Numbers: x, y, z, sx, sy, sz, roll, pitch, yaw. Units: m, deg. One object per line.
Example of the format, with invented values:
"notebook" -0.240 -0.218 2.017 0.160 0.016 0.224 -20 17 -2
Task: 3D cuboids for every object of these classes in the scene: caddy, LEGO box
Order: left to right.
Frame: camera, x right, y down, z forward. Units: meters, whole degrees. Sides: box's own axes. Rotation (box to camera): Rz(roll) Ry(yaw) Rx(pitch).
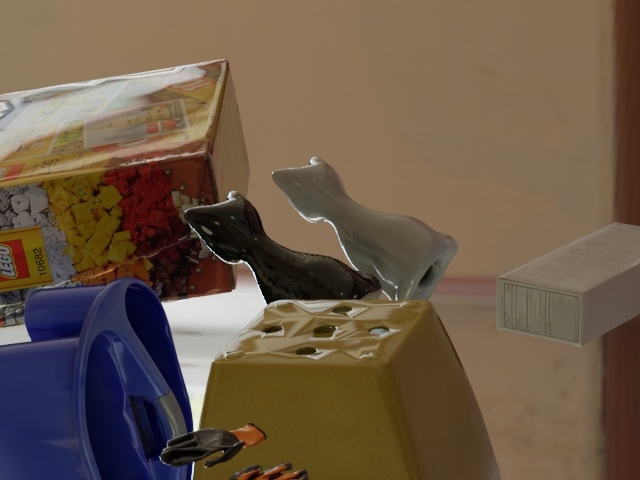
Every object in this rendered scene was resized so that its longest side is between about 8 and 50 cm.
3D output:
"LEGO box" -0.303 -0.078 2.084 0.500 0.373 0.193 -92 -7 -70
"caddy" -0.235 0.203 1.675 0.241 0.179 0.341 -66 -30 -53

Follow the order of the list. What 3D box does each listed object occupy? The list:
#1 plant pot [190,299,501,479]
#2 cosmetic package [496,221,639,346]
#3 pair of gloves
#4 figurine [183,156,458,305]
"plant pot" 0.015 0.156 1.201 0.212 0.212 0.187 -43 -51 -64
"cosmetic package" 0.283 0.041 1.521 0.099 0.239 0.060 13 112 38
"pair of gloves" -0.052 0.138 0.919 0.083 0.074 0.010 34 126 43
"figurine" 0.000 0.000 1.525 0.209 0.215 0.092 38 130 23
